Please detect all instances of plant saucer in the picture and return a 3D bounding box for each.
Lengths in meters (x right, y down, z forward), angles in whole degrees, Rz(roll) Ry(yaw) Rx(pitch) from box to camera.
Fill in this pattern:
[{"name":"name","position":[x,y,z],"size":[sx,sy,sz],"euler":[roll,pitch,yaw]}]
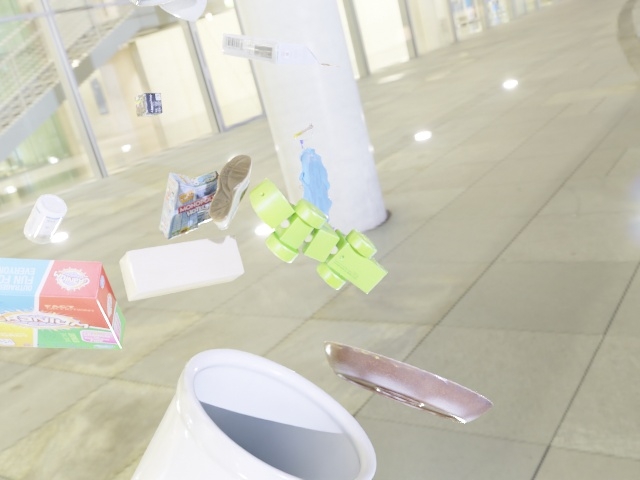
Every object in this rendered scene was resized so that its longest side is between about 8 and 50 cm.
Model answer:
[{"name":"plant saucer","position":[0.143,0.253,1.191],"size":[0.310,0.310,0.050],"euler":[5,68,48]}]

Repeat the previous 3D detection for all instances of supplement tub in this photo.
[{"name":"supplement tub","position":[-0.652,-0.051,1.620],"size":[0.107,0.071,0.071],"euler":[-49,-3,32]}]

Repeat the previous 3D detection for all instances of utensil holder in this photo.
[{"name":"utensil holder","position":[-0.147,0.422,1.078],"size":[0.327,0.386,0.327],"euler":[28,13,-7]}]

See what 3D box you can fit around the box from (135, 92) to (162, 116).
[{"name":"box","position":[-0.502,-0.397,1.998],"size":[0.052,0.062,0.083],"euler":[-8,7,-35]}]

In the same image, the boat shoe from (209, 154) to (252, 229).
[{"name":"boat shoe","position":[-0.169,-0.095,1.311],"size":[0.056,0.048,0.153],"euler":[10,65,11]}]

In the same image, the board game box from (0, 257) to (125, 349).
[{"name":"board game box","position":[-0.490,0.119,1.209],"size":[0.242,0.064,0.316],"euler":[3,-24,-7]}]

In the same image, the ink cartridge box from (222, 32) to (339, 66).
[{"name":"ink cartridge box","position":[-0.092,-0.461,1.659],"size":[0.189,0.066,0.232],"euler":[21,26,36]}]

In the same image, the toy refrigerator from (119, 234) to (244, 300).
[{"name":"toy refrigerator","position":[-0.332,0.065,1.640],"size":[0.269,0.102,0.094],"euler":[-11,-12,-33]}]

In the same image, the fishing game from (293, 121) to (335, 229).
[{"name":"fishing game","position":[-0.017,-0.107,1.451],"size":[0.041,0.264,0.189],"euler":[-8,20,18]}]

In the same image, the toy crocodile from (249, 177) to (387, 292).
[{"name":"toy crocodile","position":[0.000,0.000,1.330],"size":[0.115,0.340,0.105],"euler":[-50,33,13]}]

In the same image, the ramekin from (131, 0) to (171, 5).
[{"name":"ramekin","position":[-0.203,-0.409,0.951],"size":[0.207,0.109,0.207],"euler":[-20,12,4]}]

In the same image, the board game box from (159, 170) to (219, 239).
[{"name":"board game box","position":[-0.370,-0.119,1.958],"size":[0.194,0.194,0.060],"euler":[-24,53,-28]}]

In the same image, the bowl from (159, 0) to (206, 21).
[{"name":"bowl","position":[-0.256,-0.461,1.184],"size":[0.053,0.142,0.142],"euler":[-28,-4,21]}]
